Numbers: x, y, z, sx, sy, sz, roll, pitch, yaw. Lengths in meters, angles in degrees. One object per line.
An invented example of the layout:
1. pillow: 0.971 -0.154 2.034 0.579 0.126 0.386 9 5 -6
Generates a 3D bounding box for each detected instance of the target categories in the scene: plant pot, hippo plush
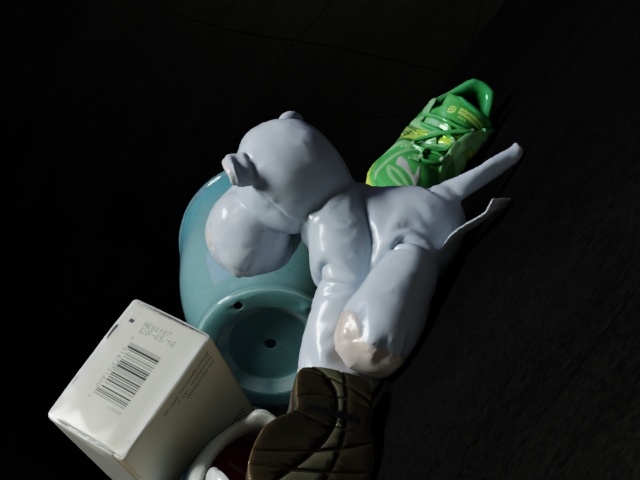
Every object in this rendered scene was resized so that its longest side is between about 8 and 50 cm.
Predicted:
1. plant pot: -0.062 0.072 1.269 0.272 0.271 0.255 -55 18 26
2. hippo plush: 0.000 0.000 0.934 0.294 0.236 0.234 -55 2 35

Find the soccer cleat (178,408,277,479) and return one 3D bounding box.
1. soccer cleat: -0.134 0.303 0.964 0.331 0.116 0.143 -57 -3 -35

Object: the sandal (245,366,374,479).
1. sandal: -0.006 0.163 0.759 0.219 0.090 0.060 -73 -1 -73

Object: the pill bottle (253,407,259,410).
1. pill bottle: -0.165 0.305 1.477 0.131 0.131 0.229 -55 3 20

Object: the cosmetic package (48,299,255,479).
1. cosmetic package: -0.166 0.222 1.117 0.160 0.113 0.309 -56 -29 -22

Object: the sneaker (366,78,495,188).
1. sneaker: 0.143 -0.119 1.214 0.123 0.109 0.295 -59 -1 41
